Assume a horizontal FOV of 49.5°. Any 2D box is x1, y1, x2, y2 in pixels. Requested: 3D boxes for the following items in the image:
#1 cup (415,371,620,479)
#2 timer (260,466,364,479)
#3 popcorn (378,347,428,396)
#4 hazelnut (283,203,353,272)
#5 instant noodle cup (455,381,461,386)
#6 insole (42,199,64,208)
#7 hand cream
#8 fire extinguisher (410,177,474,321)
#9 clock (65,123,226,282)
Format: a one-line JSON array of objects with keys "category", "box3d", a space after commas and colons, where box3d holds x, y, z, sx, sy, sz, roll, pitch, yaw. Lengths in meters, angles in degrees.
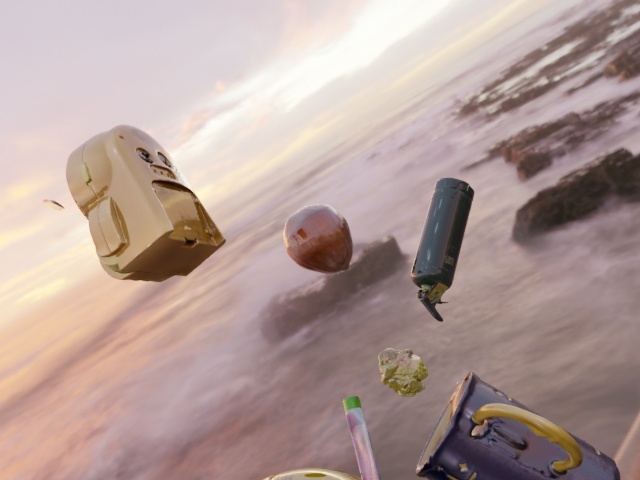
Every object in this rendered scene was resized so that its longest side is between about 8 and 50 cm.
[{"category": "cup", "box3d": [0.291, 0.335, 1.008, 0.178, 0.256, 0.255, -61, -12, -1]}, {"category": "timer", "box3d": [-0.047, 0.539, 1.048, 0.387, 0.376, 0.376, -25, 7, 3]}, {"category": "popcorn", "box3d": [0.226, 0.361, 1.911, 0.126, 0.126, 0.145, -37, 33, 3]}, {"category": "hazelnut", "box3d": [0.000, 0.000, 1.833, 0.176, 0.214, 0.214, -46, 8, -1]}, {"category": "instant noodle cup", "box3d": [0.473, 0.471, 2.015, 0.157, 0.179, 0.070, 38, -109, -73]}, {"category": "insole", "box3d": [-0.805, -0.108, 2.096, 0.192, 0.063, 0.010, 2, 65, 61]}, {"category": "hand cream", "box3d": [0.117, 0.568, 1.923, 0.050, 0.275, 0.079, -10, -31, -8]}, {"category": "fire extinguisher", "box3d": [0.271, 0.019, 1.554, 0.095, 0.114, 0.311, -20, 46, 59]}, {"category": "clock", "box3d": [-0.365, -0.084, 1.396, 0.200, 0.317, 0.244, -31, -18, 15]}]
